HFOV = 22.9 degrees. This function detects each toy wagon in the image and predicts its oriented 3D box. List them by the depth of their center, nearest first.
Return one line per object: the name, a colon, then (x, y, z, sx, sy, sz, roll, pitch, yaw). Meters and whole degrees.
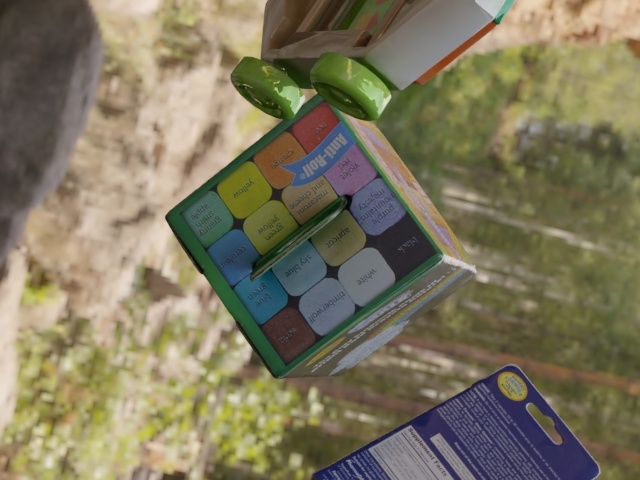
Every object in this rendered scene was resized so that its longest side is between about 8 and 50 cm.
toy wagon: (0.077, -0.199, 1.087, 0.267, 0.068, 0.344, -58, -153, -12)

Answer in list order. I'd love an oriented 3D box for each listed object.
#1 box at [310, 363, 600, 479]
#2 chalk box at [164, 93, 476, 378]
box: (0.120, 0.210, 1.382, 0.136, 0.225, 0.036, 52, -26, 25)
chalk box: (0.000, 0.000, 1.370, 0.180, 0.179, 0.289, -37, 168, 7)
